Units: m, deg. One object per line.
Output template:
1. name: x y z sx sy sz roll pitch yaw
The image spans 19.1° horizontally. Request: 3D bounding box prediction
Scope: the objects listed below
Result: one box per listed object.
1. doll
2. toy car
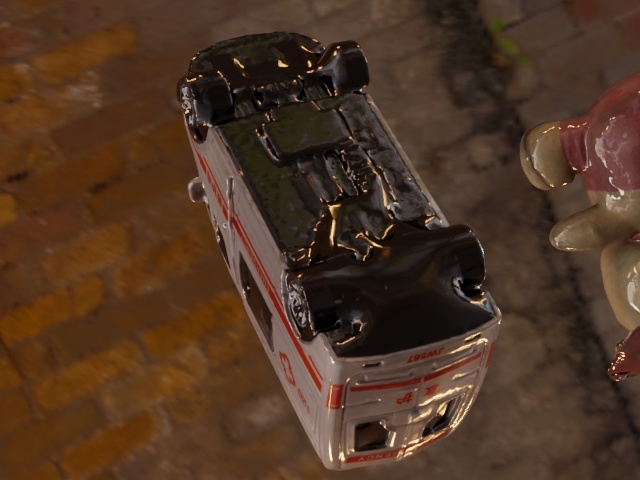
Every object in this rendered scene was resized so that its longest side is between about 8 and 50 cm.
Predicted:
1. doll: 0.268 0.000 1.419 0.196 0.152 0.256 -28 -88 -6
2. toy car: 0.000 0.000 0.867 0.089 0.209 0.108 -15 -38 -18
